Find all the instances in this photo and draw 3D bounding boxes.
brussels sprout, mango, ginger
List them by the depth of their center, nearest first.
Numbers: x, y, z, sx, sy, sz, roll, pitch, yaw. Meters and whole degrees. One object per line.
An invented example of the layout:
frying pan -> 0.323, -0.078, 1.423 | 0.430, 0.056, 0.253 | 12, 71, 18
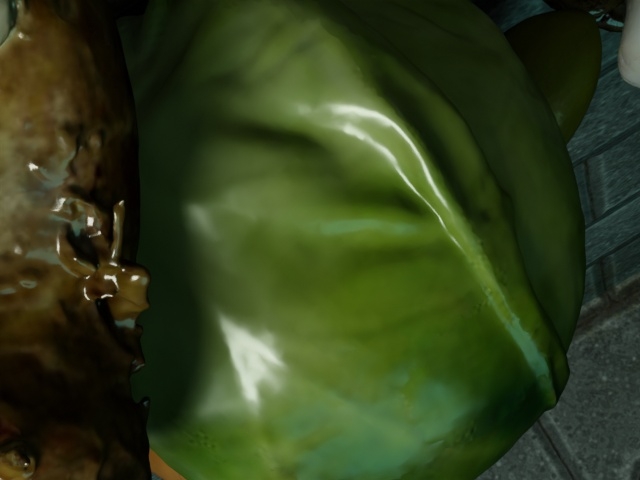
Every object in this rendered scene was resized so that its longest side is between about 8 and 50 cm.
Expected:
ginger -> -0.170, 0.013, 0.730 | 0.176, 0.254, 0.419 | -8, 114, -21
brussels sprout -> 0.014, 0.009, 0.998 | 0.425, 0.361, 0.342 | -18, 154, -48
mango -> 0.130, -0.081, 1.283 | 0.195, 0.142, 0.331 | -56, -174, -25

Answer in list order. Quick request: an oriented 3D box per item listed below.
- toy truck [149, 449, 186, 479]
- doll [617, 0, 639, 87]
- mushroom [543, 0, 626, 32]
toy truck -> -0.091, 0.086, 1.287 | 0.265, 0.239, 0.189 | -37, 162, 18
doll -> 0.212, -0.222, 0.932 | 0.221, 0.251, 0.221 | 2, 171, 0
mushroom -> 0.263, -0.237, 1.245 | 0.170, 0.080, 0.135 | -15, 144, -22
